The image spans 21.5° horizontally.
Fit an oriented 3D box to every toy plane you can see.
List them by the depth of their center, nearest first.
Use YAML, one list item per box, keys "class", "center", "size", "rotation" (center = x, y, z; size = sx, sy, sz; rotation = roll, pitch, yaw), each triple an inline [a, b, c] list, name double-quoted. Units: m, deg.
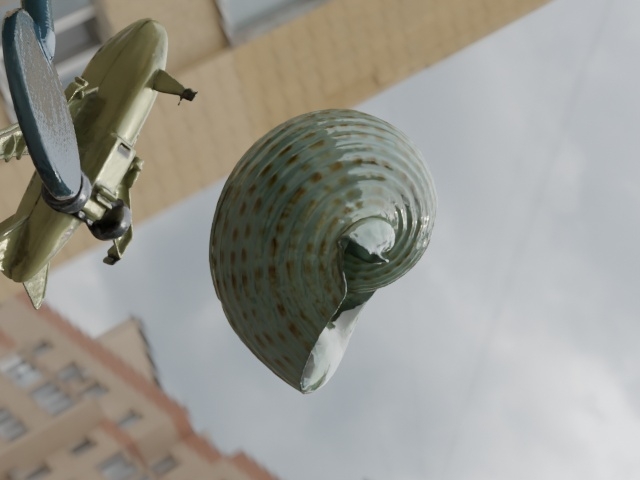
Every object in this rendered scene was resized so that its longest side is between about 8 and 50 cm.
- class: "toy plane"
  center: [-0.196, -0.069, 1.394]
  size: [0.104, 0.256, 0.242]
  rotation: [37, -2, 30]

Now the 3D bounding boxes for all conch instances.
- class: "conch"
  center: [-0.008, -0.006, 1.078]
  size: [0.131, 0.172, 0.200]
  rotation: [37, 5, 12]

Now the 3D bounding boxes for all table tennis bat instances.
- class: "table tennis bat"
  center: [-0.153, -0.088, 0.923]
  size: [0.100, 0.019, 0.155]
  rotation: [70, 5, -45]
